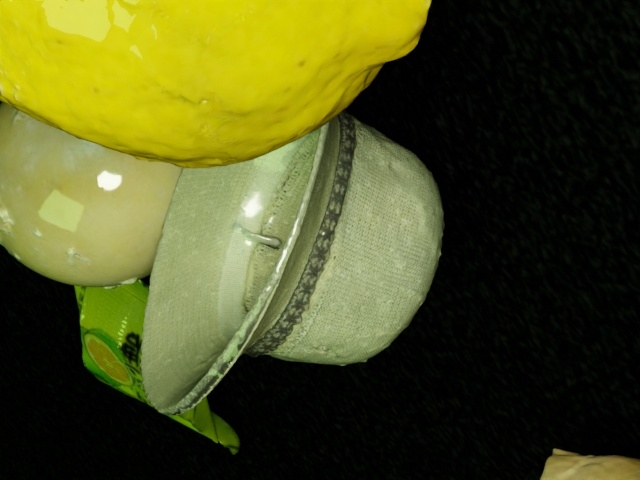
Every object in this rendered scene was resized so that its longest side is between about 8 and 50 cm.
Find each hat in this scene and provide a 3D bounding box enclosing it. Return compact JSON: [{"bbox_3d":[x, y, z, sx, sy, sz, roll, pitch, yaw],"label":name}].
[{"bbox_3d":[0.000,0.000,1.156,0.130,0.257,0.257,21,160,-19],"label":"hat"}]

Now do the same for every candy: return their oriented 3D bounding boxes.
[{"bbox_3d":[-0.151,0.091,1.612,0.149,0.069,0.246,30,150,28],"label":"candy"}]

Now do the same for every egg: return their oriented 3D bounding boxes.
[{"bbox_3d":[-0.156,-0.048,1.333,0.164,0.164,0.201,56,160,-16],"label":"egg"}]

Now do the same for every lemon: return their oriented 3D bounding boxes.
[{"bbox_3d":[-0.081,-0.169,0.944,0.310,0.253,0.253,30,149,27],"label":"lemon"}]

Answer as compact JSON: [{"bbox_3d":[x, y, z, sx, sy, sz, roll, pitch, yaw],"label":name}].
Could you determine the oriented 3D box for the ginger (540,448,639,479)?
[{"bbox_3d":[0.210,0.164,1.161,0.193,0.115,0.122,39,132,33],"label":"ginger"}]
